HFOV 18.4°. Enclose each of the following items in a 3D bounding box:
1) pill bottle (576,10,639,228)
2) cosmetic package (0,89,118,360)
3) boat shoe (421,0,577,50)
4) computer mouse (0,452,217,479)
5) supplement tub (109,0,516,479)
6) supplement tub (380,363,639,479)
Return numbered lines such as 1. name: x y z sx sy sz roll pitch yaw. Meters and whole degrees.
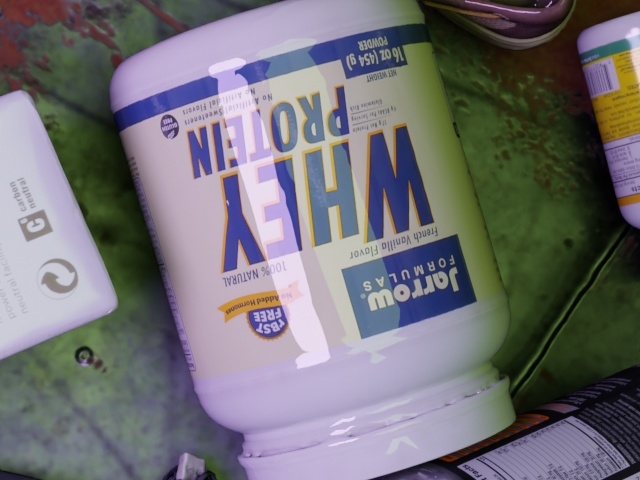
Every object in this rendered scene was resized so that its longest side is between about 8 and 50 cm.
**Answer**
1. pill bottle: 0.282 -0.077 1.554 0.117 0.117 0.208 -14 90 -15
2. cosmetic package: -0.383 0.065 1.312 0.453 0.230 0.161 -24 92 -16
3. boat shoe: 0.036 -0.247 1.466 0.342 0.123 0.123 30 96 2
4. computer mouse: -0.207 0.220 1.413 0.272 0.072 0.188 14 68 -11
5. supplement tub: 0.000 0.000 1.413 0.235 0.235 0.325 -17 91 -15
6. supplement tub: 0.169 0.226 1.423 0.338 0.207 0.207 -20 92 -29
